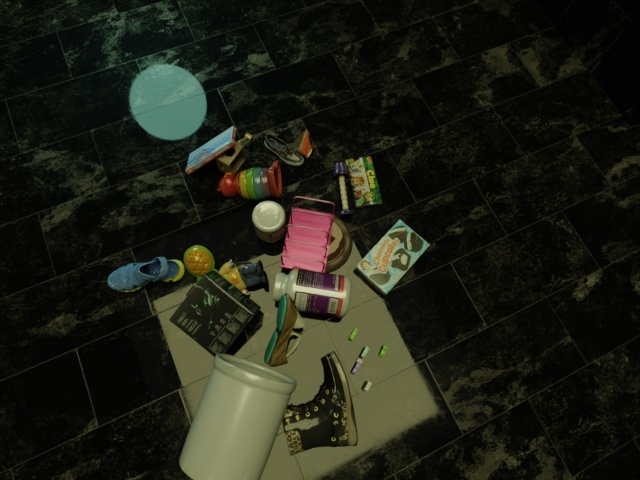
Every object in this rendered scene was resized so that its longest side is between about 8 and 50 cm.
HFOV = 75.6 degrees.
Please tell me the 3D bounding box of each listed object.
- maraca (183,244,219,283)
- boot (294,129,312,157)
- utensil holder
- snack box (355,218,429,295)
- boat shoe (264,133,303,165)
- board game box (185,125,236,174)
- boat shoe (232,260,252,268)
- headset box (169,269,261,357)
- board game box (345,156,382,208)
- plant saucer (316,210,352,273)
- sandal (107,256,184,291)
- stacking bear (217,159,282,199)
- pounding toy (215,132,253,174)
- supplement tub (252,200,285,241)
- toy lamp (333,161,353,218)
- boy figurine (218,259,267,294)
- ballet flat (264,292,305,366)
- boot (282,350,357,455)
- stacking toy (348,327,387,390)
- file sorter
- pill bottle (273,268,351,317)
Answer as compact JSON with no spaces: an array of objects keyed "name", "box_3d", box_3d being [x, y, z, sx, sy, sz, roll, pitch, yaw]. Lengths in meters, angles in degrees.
[{"name":"maraca","box_3d":[-0.528,0.111,1.831,0.127,0.099,0.186,-27,100,-2]},{"name":"boot","box_3d":[-0.074,-0.488,2.083,0.084,0.059,0.158,32,53,-27]},{"name":"utensil holder","box_3d":[-0.306,0.662,1.534,0.327,0.328,0.386,20,79,3]},{"name":"snack box","box_3d":[0.333,0.077,1.917,0.187,0.060,0.322,42,74,10]},{"name":"boat shoe","box_3d":[-0.182,-0.455,2.049,0.228,0.076,0.080,38,73,9]},{"name":"board game box","box_3d":[-0.514,-0.425,1.942,0.281,0.027,0.145,-26,42,20]},{"name":"boat shoe","box_3d":[-0.381,0.125,1.857,0.152,0.049,0.056,-22,75,-10]},{"name":"headset box","box_3d":[-0.436,0.295,1.697,0.283,0.131,0.246,38,95,0]},{"name":"board game box","box_3d":[0.212,-0.291,2.048,0.135,0.030,0.260,-9,73,-9]},{"name":"plant saucer","box_3d":[0.000,0.000,1.928,0.309,0.050,0.311,1,72,-5]},{"name":"sandal","box_3d":[-0.763,0.136,1.784,0.316,0.138,0.126,-16,75,-7]},{"name":"stacking bear","box_3d":[-0.337,-0.268,1.939,0.288,0.175,0.165,-4,114,6]},{"name":"pounding toy","box_3d":[-0.414,-0.441,1.973,0.094,0.181,0.206,29,72,6]},{"name":"supplement tub","box_3d":[-0.228,-0.077,1.856,0.144,0.200,0.145,1,72,-3]},{"name":"toy lamp","box_3d":[0.108,-0.246,2.002,0.080,0.080,0.275,-3,73,-5]},{"name":"boy figurine","box_3d":[-0.380,0.170,1.798,0.284,0.092,0.178,-17,111,1]},{"name":"ballet flat","box_3d":[-0.136,0.374,1.704,0.123,0.116,0.343,10,107,-19]},{"name":"boot","box_3d":[-0.018,0.655,1.643,0.283,0.138,0.379,-11,92,-5]},{"name":"stacking toy","box_3d":[0.171,0.510,1.768,0.166,0.052,0.221,29,72,5]},{"name":"file sorter","box_3d":[-0.053,-0.025,1.810,0.201,0.182,0.291,10,71,0]},{"name":"pill bottle","box_3d":[-0.035,0.222,1.781,0.322,0.181,0.182,9,71,-1]}]
